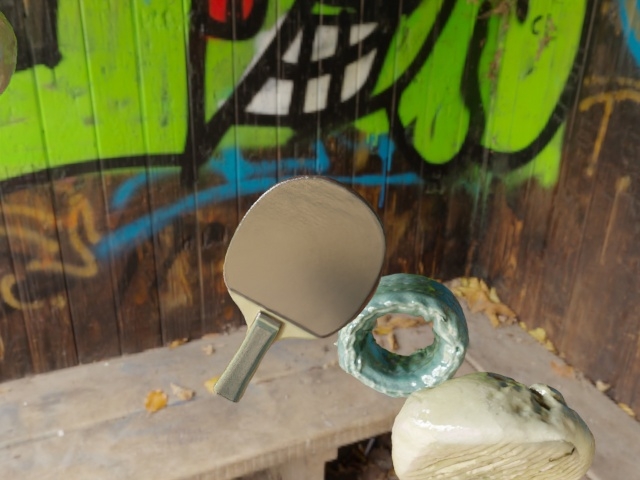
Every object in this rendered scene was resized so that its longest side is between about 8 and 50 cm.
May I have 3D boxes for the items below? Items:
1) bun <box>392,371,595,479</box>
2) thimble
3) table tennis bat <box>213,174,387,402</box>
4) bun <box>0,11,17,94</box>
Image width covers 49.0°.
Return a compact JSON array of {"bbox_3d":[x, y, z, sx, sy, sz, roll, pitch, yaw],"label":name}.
[{"bbox_3d":[0.187,0.220,0.804,0.237,0.210,0.116,25,44,-24],"label":"bun"},{"bbox_3d":[0.137,0.167,1.220,0.235,0.198,0.143,-11,11,11],"label":"thimble"},{"bbox_3d":[-0.041,0.066,0.808,0.173,0.301,0.022,29,18,-3],"label":"table tennis bat"},{"bbox_3d":[-0.593,-0.251,0.900,0.361,0.213,0.361,23,26,-12],"label":"bun"}]
